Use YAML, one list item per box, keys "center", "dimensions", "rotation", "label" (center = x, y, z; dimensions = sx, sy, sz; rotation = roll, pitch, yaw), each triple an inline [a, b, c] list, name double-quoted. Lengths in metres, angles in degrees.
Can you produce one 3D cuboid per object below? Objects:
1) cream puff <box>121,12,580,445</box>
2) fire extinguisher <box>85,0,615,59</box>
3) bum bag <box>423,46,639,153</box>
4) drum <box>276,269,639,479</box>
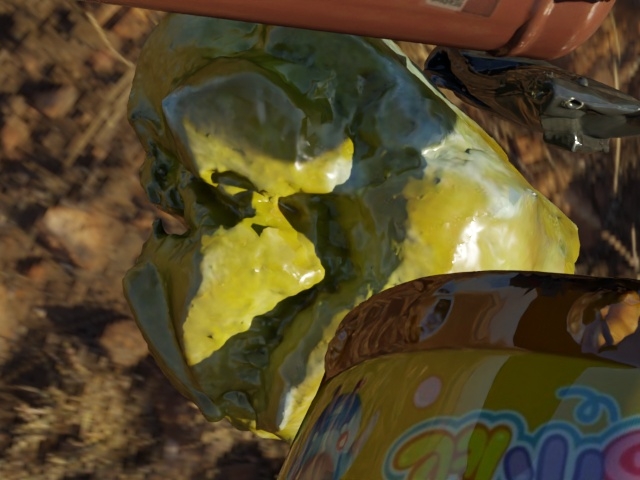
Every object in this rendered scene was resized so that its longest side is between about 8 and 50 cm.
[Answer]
- center: [0.000, 0.000, 1.291]
  dimensions: [0.275, 0.378, 0.378]
  rotation: [-45, 76, 10]
  label: "cream puff"
- center: [0.027, -0.117, 0.652]
  dimensions: [0.337, 0.147, 0.106]
  rotation: [5, 113, -12]
  label: "fire extinguisher"
- center: [0.173, -0.108, 1.425]
  dimensions: [0.123, 0.248, 0.060]
  rotation: [21, 96, -21]
  label: "bum bag"
- center: [0.157, 0.202, 0.767]
  dimensions: [0.431, 0.431, 0.214]
  rotation: [19, 67, 12]
  label: "drum"
